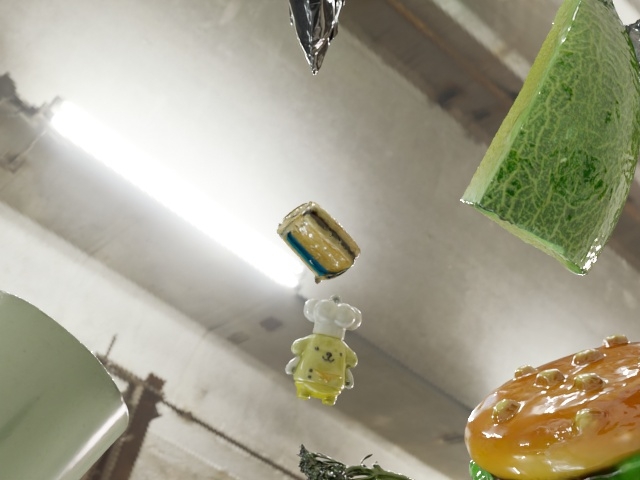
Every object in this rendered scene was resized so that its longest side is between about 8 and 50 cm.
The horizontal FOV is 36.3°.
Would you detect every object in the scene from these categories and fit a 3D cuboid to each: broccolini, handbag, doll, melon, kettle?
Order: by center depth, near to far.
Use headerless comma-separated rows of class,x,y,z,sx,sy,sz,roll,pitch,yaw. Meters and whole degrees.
melon,0.264,-0.141,1.027,0.196,0.124,0.324,31,-104,-39
kettle,-0.456,0.229,1.076,0.377,0.250,0.361,-52,-59,-35
doll,0.008,0.159,1.452,0.106,0.062,0.163,14,-104,-13
broccolini,0.097,0.383,1.548,0.271,0.062,0.123,16,-164,-12
handbag,-0.008,-0.426,1.596,0.211,0.088,0.254,77,-164,-48

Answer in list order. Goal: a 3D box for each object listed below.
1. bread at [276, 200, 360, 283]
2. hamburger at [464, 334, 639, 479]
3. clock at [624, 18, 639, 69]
bread,0.000,0.000,1.262,0.106,0.072,0.053,47,-158,-25
hamburger,0.401,0.301,1.427,0.395,0.395,0.278,-25,-84,-44
clock,0.517,-0.285,1.356,0.312,0.312,0.062,-16,-93,-43
